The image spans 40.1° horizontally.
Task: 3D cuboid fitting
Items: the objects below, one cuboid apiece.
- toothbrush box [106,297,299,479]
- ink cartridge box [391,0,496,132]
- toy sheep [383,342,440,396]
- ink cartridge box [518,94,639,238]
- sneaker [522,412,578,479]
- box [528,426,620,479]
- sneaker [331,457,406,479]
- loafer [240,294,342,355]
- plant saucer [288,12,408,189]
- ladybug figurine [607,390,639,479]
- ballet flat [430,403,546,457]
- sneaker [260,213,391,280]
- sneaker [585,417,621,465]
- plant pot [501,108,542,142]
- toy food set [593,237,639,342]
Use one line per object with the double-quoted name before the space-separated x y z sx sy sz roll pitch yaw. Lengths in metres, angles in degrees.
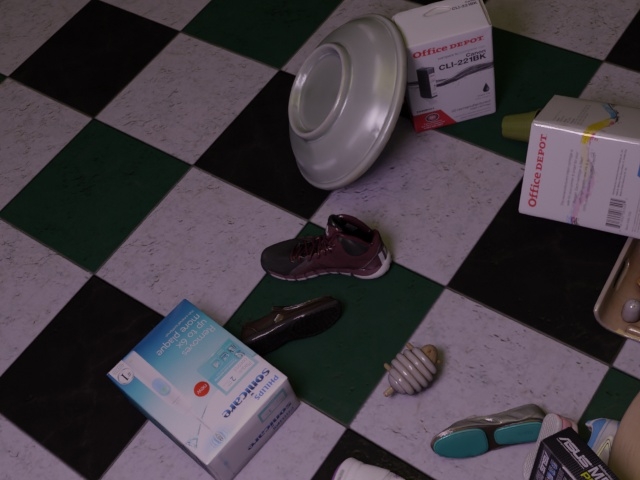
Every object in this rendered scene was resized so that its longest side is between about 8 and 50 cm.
"toothbrush box" -0.223 0.286 1.679 0.295 0.126 0.216 34 69 29
"ink cartridge box" 0.278 -0.389 1.947 0.197 0.273 0.114 -15 53 3
"toy sheep" 0.168 0.245 1.643 0.132 0.091 0.091 -46 57 -2
"ink cartridge box" 0.553 -0.148 1.719 0.270 0.198 0.197 15 31 22
"sneaker" 0.402 0.363 1.513 0.051 0.070 0.134 35 108 56
"box" 0.395 0.446 1.315 0.060 0.270 0.216 -19 44 -22
"sneaker" 0.062 0.513 1.456 0.152 0.114 0.305 9 58 18
"loafer" -0.065 0.155 1.761 0.220 0.080 0.078 -21 50 -5
"plant saucer" 0.027 -0.314 1.909 0.400 0.100 0.400 -29 54 49
"ladybug figurine" 0.610 0.383 1.384 0.305 0.162 0.449 25 63 23
"ballet flat" 0.299 0.338 1.565 0.213 0.072 0.068 -11 26 5
"sneaker" 0.000 0.000 1.805 0.281 0.162 0.106 -2 55 12
"sneaker" 0.457 0.411 1.465 0.086 0.085 0.237 -4 54 45
"plant pot" 0.446 -0.251 1.938 0.079 0.083 0.083 7 56 33
"toy food set" 0.690 0.102 1.612 0.306 0.092 0.220 21 63 25
